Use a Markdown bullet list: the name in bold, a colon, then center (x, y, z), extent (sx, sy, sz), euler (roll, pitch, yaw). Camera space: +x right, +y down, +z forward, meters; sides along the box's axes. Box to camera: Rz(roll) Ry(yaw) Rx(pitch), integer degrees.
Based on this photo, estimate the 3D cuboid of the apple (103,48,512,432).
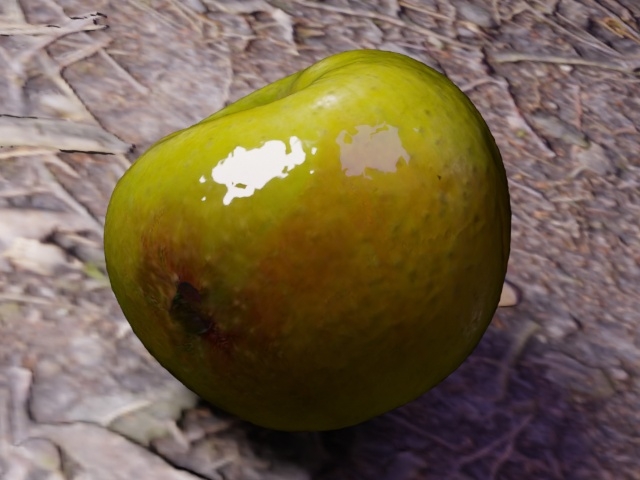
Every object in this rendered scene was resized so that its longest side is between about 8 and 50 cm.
- **apple**: center (0.000, 0.000, 0.895), extent (0.196, 0.196, 0.157), euler (-42, 115, -54)
